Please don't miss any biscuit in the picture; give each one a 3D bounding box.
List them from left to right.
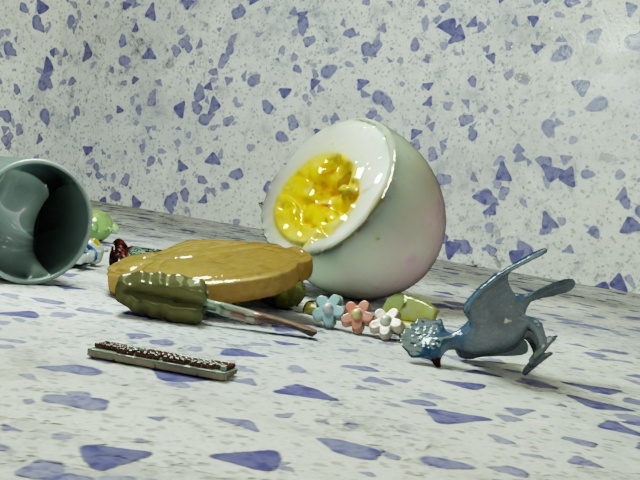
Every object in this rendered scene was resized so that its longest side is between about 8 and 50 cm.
[{"bbox_3d":[-0.313,0.037,2.050,0.235,0.063,0.151,4,4,-15],"label":"biscuit"},{"bbox_3d":[-0.196,0.046,1.691,0.312,0.057,0.351,-10,13,-32],"label":"biscuit"}]

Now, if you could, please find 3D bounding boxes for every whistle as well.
[{"bbox_3d":[-0.609,-0.046,2.542,0.227,0.085,0.105,12,5,31],"label":"whistle"}]

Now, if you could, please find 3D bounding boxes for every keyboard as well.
[{"bbox_3d":[-0.180,0.135,1.149,0.166,0.017,0.055,8,4,11],"label":"keyboard"}]

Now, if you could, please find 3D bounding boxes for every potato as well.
[{"bbox_3d":[-0.083,0.075,1.823,0.105,0.085,0.188,1,11,-21],"label":"potato"}]

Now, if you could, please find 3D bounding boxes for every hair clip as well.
[{"bbox_3d":[0.070,0.125,1.608,0.214,0.062,0.056,14,-26,13],"label":"hair clip"}]

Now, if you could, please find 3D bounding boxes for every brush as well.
[{"bbox_3d":[-0.151,0.098,1.492,0.301,0.071,0.084,13,0,-1],"label":"brush"}]

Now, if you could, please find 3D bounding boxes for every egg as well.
[{"bbox_3d":[0.110,-0.030,2.101,0.354,0.354,0.340,12,-20,48],"label":"egg"}]

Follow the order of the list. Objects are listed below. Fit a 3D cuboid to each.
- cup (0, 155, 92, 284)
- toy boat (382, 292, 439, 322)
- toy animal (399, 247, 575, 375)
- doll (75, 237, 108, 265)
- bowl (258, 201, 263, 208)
[{"bbox_3d":[-0.555,-0.049,1.743,0.205,0.205,0.312,5,4,-40],"label":"cup"},{"bbox_3d":[0.147,0.122,1.671,0.066,0.065,0.172,24,-10,-13],"label":"toy boat"},{"bbox_3d":[0.249,0.111,1.431,0.176,0.239,0.255,38,60,22],"label":"toy animal"},{"bbox_3d":[-0.486,0.024,1.949,0.114,0.057,0.227,5,4,20],"label":"doll"},{"bbox_3d":[0.000,0.000,2.586,0.345,0.157,0.345,7,3,0],"label":"bowl"}]
